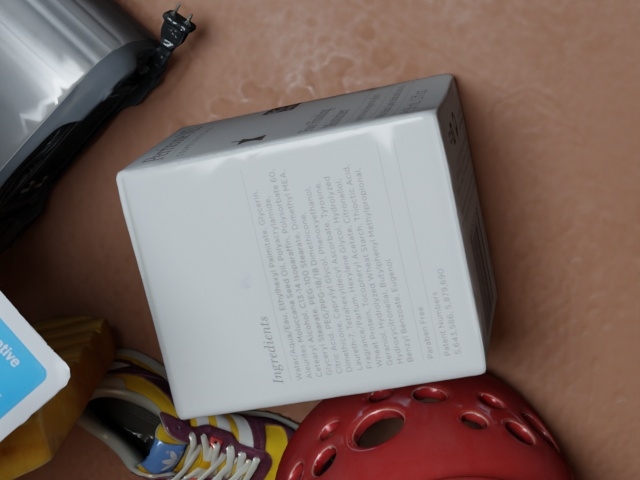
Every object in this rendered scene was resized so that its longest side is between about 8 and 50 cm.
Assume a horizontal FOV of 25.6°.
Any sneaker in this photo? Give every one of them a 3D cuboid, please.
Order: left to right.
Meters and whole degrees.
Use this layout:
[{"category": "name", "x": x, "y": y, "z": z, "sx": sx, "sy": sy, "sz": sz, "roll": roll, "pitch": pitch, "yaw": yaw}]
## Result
[{"category": "sneaker", "x": -0.079, "y": 0.138, "z": 0.920, "sx": 0.185, "sy": 0.084, "sz": 0.070, "roll": 23, "pitch": 107, "yaw": 4}]

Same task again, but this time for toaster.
[{"category": "toaster", "x": -0.202, "y": -0.099, "z": 0.858, "sx": 0.146, "sy": 0.129, "sz": 0.227, "roll": 44, "pitch": 105, "yaw": -1}]

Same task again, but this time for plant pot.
[{"category": "plant pot", "x": 0.069, "y": 0.188, "z": 0.841, "sx": 0.191, "sy": 0.174, "sz": 0.191, "roll": -1, "pitch": 106, "yaw": -4}]

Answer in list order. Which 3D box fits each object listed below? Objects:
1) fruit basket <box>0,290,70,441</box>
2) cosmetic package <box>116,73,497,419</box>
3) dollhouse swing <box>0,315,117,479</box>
[{"category": "fruit basket", "x": -0.337, "y": 0.053, "z": 0.563, "sx": 0.353, "sy": 0.165, "sz": 0.327, "roll": -40, "pitch": 98, "yaw": -7}, {"category": "cosmetic package", "x": 0.000, "y": 0.000, "z": 0.835, "sx": 0.183, "sy": 0.151, "sz": 0.152, "roll": -10, "pitch": 102, "yaw": 11}, {"category": "dollhouse swing", "x": -0.335, "y": 0.024, "z": 0.807, "sx": 0.305, "sy": 0.347, "sz": 0.315, "roll": -28, "pitch": 98, "yaw": 6}]
